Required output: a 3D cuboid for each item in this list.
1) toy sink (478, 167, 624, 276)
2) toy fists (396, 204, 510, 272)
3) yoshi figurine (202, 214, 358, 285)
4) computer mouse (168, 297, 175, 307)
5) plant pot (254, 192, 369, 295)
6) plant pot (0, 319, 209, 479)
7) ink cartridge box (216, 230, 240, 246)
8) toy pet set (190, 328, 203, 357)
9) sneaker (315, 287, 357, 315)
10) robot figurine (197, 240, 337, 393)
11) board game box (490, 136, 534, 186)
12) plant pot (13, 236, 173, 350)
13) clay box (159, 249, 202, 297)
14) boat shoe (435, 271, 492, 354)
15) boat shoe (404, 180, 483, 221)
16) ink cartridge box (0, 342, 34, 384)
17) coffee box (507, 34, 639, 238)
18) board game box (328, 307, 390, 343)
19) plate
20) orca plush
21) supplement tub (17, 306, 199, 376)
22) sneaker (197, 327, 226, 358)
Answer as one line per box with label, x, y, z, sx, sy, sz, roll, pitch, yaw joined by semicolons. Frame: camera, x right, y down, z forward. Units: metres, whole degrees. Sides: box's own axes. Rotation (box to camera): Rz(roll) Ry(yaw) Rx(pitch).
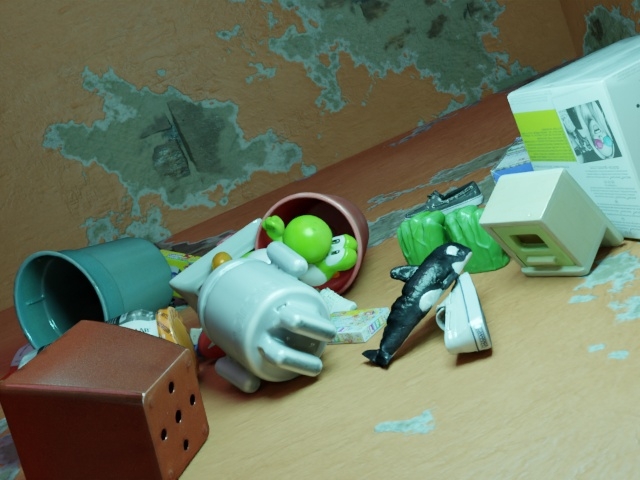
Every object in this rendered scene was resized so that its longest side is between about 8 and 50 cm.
toy sink;0.446;-0.013;1.620;0.153;0.234;0.131;-2;53;53
toy fists;0.292;-0.006;1.867;0.279;0.142;0.096;-7;20;46
yoshi figurine;-0.100;0.036;1.912;0.362;0.203;0.203;-17;-7;21
computer mouse;-0.409;0.134;2.626;0.262;0.060;0.184;-42;25;-25
plant pot;0.000;0.000;2.110;0.275;0.274;0.243;-17;6;19
plant pot;-0.347;0.304;1.460;0.236;0.267;0.267;-5;19;19
ink cartridge box;-0.160;0.041;2.367;0.218;0.158;0.092;-16;13;25
toy pet set;-0.250;0.245;1.975;0.114;0.065;0.122;13;-12;-43
sneaker;0.023;0.141;1.897;0.054;0.061;0.152;-28;16;-33
robot figurine;-0.117;0.151;1.679;0.353;0.200;0.299;23;87;53
board game box;0.586;-0.183;2.098;0.232;0.141;0.291;-14;15;31
plant pot;-0.611;0.149;2.364;0.341;0.341;0.334;-13;8;33
clay box;-0.415;0.102;2.471;0.222;0.127;0.053;8;26;33
boat shoe;0.248;0.128;1.513;0.084;0.095;0.258;-19;11;10
boat shoe;0.335;-0.107;2.342;0.229;0.076;0.080;-18;14;17
ink cartridge box;-0.849;0.346;2.491;0.189;0.066;0.232;-12;12;34
coffee box;0.655;-0.223;1.731;0.338;0.334;0.338;-27;12;-15
board game box;0.059;0.180;1.757;0.154;0.026;0.103;-9;19;42
plate;-0.223;0.091;2.156;0.278;0.045;0.277;-36;-27;-6
orca plush;0.164;0.099;1.580;0.287;0.102;0.151;-51;-6;-3
supplement tub;-0.444;0.276;1.788;0.338;0.207;0.207;-22;13;1
sneaker;-0.151;0.197;1.869;0.279;0.107;0.118;-22;21;7
